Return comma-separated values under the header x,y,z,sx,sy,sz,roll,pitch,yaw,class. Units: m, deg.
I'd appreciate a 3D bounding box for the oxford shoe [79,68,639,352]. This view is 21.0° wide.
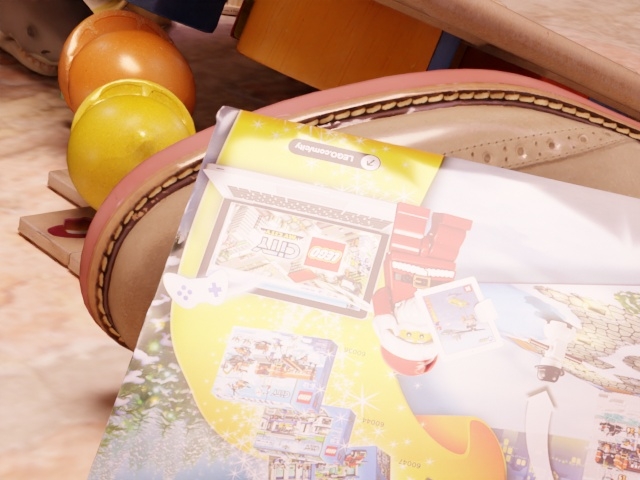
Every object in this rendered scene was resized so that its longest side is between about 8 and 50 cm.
x,y,z,sx,sy,sz,roll,pitch,yaw,class
0.095,0.024,0.597,0.348,0.123,0.130,0,33,-16,oxford shoe

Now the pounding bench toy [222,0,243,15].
x,y,z,sx,sy,sz,roll,pitch,yaw,class
-0.069,-0.182,1.086,0.083,0.065,0.052,6,23,-8,pounding bench toy

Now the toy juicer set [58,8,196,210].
x,y,z,sx,sy,sz,roll,pitch,yaw,class
-0.163,-0.043,0.696,0.209,0.089,0.329,25,21,8,toy juicer set

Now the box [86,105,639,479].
x,y,z,sx,sy,sz,roll,pitch,yaw,class
0.061,0.060,0.482,0.233,0.044,0.159,13,59,7,box

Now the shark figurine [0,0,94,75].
x,y,z,sx,sy,sz,roll,pitch,yaw,class
-0.244,-0.171,0.929,0.278,0.116,0.166,11,21,-3,shark figurine

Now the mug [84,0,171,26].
x,y,z,sx,sy,sz,roll,pitch,yaw,class
-0.128,-0.156,1.031,0.062,0.078,0.064,-19,8,13,mug

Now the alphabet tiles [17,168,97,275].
x,y,z,sx,sy,sz,roll,pitch,yaw,class
0.000,0.000,0.755,0.237,0.009,0.198,-11,30,-40,alphabet tiles

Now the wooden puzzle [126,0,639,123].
x,y,z,sx,sy,sz,roll,pitch,yaw,class
0.001,-0.115,0.857,0.322,0.080,0.348,28,4,36,wooden puzzle
